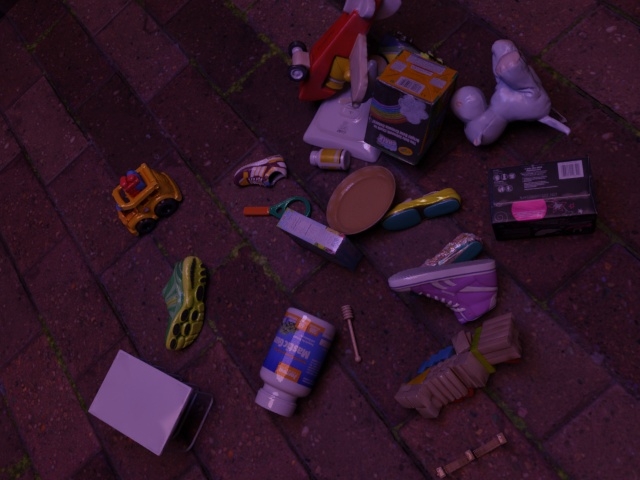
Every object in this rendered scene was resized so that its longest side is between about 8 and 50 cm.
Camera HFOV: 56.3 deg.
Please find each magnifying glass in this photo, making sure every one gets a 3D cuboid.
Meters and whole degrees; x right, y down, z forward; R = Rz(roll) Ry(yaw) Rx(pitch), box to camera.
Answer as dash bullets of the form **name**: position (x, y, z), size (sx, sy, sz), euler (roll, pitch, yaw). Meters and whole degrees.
- **magnifying glass**: position (-0.136, -0.093, 1.889), size (0.231, 0.026, 0.092), euler (1, 72, 20)

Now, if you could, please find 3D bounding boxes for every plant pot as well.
- **plant pot**: position (0.123, -0.113, 1.750), size (0.236, 0.032, 0.236), euler (-24, 47, 28)

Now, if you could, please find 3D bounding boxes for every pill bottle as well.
- **pill bottle**: position (0.029, -0.252, 1.854), size (0.116, 0.065, 0.065), euler (6, 74, 23)
- **pill bottle**: position (-0.074, 0.334, 1.637), size (0.152, 0.152, 0.272), euler (19, 79, 26)

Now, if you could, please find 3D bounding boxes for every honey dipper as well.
- **honey dipper**: position (0.090, 0.260, 1.669), size (0.030, 0.030, 0.160), euler (-20, 68, 14)

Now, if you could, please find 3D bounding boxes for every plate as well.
- **plate**: position (0.106, -0.406, 1.891), size (0.277, 0.045, 0.278), euler (21, 80, 26)

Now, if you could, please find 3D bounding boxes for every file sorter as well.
- **file sorter**: position (-0.478, 0.471, 1.737), size (0.278, 0.173, 0.193), euler (20, 79, 26)

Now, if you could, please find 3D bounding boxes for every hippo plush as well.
- **hippo plush**: position (0.499, -0.380, 1.668), size (0.236, 0.234, 0.294), euler (-34, 104, 27)

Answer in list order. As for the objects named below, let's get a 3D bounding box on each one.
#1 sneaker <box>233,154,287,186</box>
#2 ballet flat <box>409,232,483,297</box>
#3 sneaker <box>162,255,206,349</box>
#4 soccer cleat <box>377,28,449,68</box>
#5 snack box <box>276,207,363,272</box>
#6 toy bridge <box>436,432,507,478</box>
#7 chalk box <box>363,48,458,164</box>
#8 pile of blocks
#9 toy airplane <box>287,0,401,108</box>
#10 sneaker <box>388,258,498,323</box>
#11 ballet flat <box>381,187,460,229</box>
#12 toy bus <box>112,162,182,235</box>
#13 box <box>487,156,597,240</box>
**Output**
- **sneaker**: position (-0.196, -0.206, 1.925), size (0.185, 0.069, 0.084), euler (-23, 59, 14)
- **ballet flat**: position (0.332, 0.064, 1.624), size (0.241, 0.091, 0.077), euler (-35, 32, 2)
- **sneaker**: position (-0.431, 0.197, 1.871), size (0.123, 0.109, 0.295), euler (-7, 69, 43)
- **soccer cleat**: position (0.292, -0.540, 1.856), size (0.289, 0.093, 0.121), euler (46, 122, 24)
- **snack box**: position (0.000, 0.000, 1.714), size (0.207, 0.174, 0.070), euler (25, 81, 27)
- **toy bridge**: position (0.364, 0.521, 1.444), size (0.188, 0.063, 0.026), euler (-32, 63, 7)
- **chalk box**: position (0.247, -0.352, 1.702), size (0.180, 0.289, 0.179), euler (28, 54, 15)
- **pile of blocks**: position (0.362, 0.327, 1.508), size (0.362, 0.149, 0.112), euler (-37, 105, 16)
- **toy airplane**: position (0.108, -0.578, 1.780), size (0.384, 0.272, 0.386), euler (23, 87, 60)
- **sneaker**: position (0.319, 0.143, 1.535), size (0.282, 0.102, 0.161), euler (-6, 98, 0)
- **ballet flat**: position (0.283, -0.094, 1.700), size (0.231, 0.077, 0.077), euler (-17, 45, 15)
- **toy bus**: position (-0.611, -0.146, 1.991), size (0.220, 0.211, 0.149), euler (-40, 64, 6)
- **box**: position (0.567, -0.104, 1.544), size (0.247, 0.142, 0.163), euler (-5, 68, 19)
